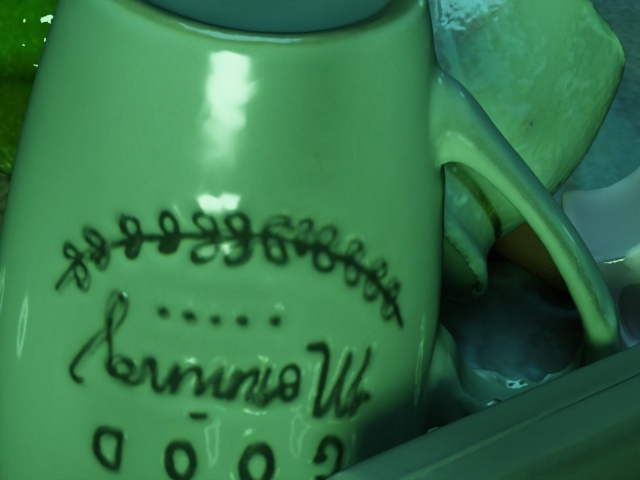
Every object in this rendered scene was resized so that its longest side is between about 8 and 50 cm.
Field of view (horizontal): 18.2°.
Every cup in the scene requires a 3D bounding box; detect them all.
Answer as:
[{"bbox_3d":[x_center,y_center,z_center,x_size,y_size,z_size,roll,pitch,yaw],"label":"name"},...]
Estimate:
[{"bbox_3d":[0.000,0.000,0.798,0.258,0.234,0.186,8,32,-2],"label":"cup"}]

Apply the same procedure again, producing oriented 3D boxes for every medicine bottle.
[{"bbox_3d":[0.051,-0.061,0.950,0.147,0.147,0.143,27,74,29],"label":"medicine bottle"}]

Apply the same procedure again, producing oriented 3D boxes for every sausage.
[{"bbox_3d":[0.109,-0.001,1.009,0.034,0.034,0.083,-22,43,-39],"label":"sausage"}]

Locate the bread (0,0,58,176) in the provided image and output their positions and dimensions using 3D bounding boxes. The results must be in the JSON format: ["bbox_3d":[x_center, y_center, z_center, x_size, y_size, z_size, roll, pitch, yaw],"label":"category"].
[{"bbox_3d":[-0.113,-0.149,1.116,0.382,0.129,0.366,-10,32,-27],"label":"bread"}]

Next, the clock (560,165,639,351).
[{"bbox_3d":[0.280,0.000,0.918,0.290,0.275,0.080,40,24,-17],"label":"clock"}]

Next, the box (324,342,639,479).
[{"bbox_3d":[0.102,0.102,0.770,0.243,0.103,0.055,-18,34,-35],"label":"box"}]
